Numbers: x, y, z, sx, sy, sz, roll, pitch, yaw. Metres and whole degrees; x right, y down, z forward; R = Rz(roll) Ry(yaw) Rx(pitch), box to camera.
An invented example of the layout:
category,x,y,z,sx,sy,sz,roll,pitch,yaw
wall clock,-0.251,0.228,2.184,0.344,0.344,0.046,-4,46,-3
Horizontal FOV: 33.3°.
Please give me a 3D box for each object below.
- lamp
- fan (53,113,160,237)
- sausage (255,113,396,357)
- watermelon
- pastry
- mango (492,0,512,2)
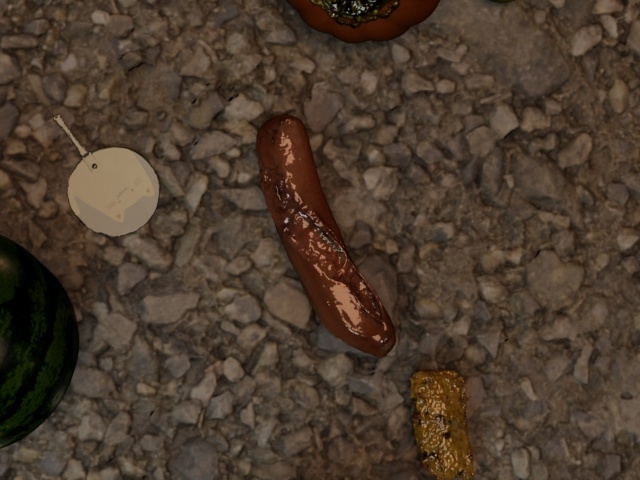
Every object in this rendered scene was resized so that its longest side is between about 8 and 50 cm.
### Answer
category,x,y,z,sx,sy,sz,roll,pitch,yaw
lamp,0.050,-0.342,1.277,0.223,0.223,0.196,22,42,-6
fan,-0.275,-0.086,1.327,0.113,0.005,0.175,-38,94,-6
sausage,-0.002,0.000,1.321,0.087,0.079,0.327,-24,90,8
watermelon,-0.403,0.112,1.186,0.269,0.269,0.269,0,88,-7
pastry,0.152,0.232,1.343,0.080,0.056,0.140,0,81,-14
mango,0.217,-0.417,1.357,0.136,0.099,0.227,-7,97,-14
